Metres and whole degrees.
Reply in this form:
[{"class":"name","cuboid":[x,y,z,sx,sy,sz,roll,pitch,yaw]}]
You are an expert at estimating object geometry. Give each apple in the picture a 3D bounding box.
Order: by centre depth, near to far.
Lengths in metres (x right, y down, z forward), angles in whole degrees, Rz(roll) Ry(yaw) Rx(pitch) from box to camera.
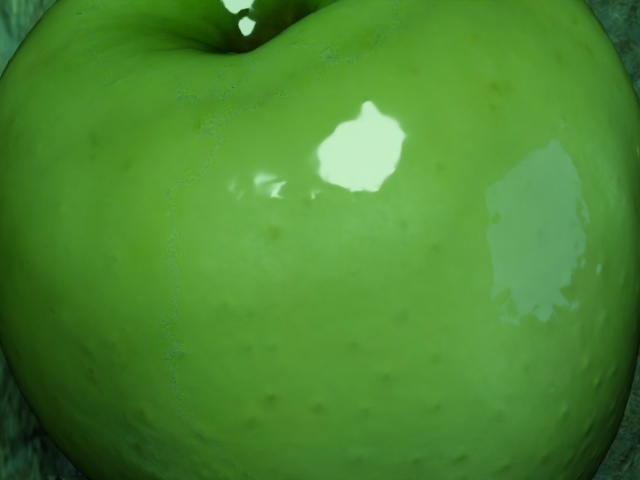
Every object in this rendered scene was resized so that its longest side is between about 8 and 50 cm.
[{"class":"apple","cuboid":[0.000,0.000,0.796,0.357,0.357,0.357,4,90,-75]}]

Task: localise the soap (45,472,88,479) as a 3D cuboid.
[{"class":"soap","cuboid":[-0.135,0.307,0.806,0.296,0.107,0.285,-51,143,-66]}]
